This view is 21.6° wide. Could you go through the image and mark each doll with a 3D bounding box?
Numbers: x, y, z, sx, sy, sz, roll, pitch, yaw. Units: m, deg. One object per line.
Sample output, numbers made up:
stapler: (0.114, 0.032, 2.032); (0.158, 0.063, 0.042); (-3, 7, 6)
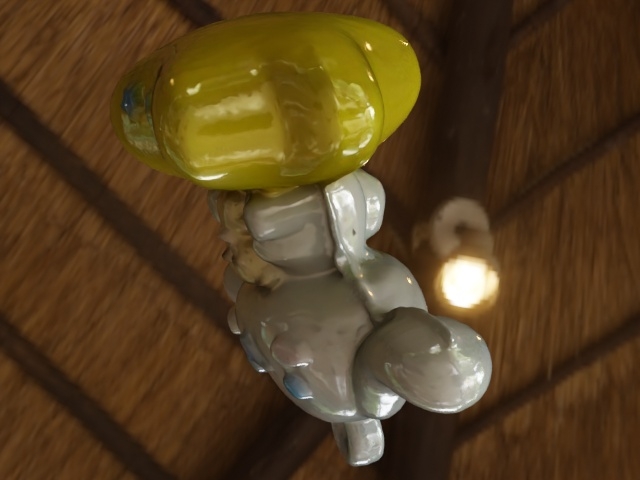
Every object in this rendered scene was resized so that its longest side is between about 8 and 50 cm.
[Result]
doll: (-0.003, -0.001, 0.413); (0.072, 0.135, 0.113); (-21, -100, -15)
